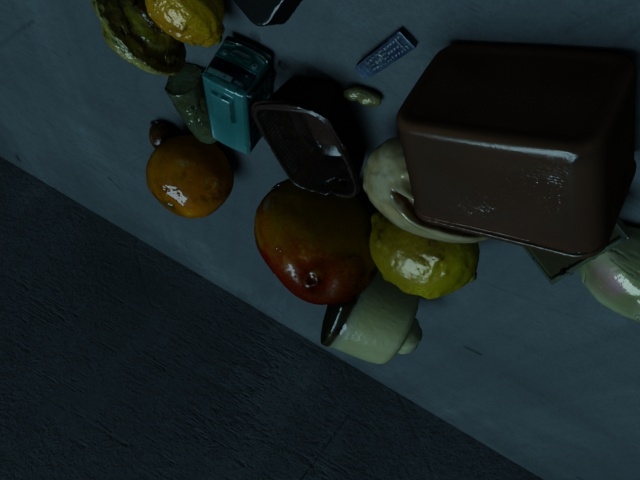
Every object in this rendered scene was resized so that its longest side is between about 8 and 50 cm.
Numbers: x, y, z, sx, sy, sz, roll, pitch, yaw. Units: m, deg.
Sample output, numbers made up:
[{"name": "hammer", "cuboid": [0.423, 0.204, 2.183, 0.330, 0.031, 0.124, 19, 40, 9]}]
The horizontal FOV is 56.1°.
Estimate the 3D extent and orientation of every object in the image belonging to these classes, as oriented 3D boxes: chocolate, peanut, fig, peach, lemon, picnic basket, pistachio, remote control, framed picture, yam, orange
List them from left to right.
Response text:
[{"name": "fig", "cuboid": [-0.502, -0.338, 1.866, 0.125, 0.089, 0.089, 49, 162, 18]}, {"name": "lemon", "cuboid": [-0.266, -0.470, 1.205, 0.187, 0.142, 0.142, 42, 155, -29]}, {"name": "orange", "cuboid": [-0.392, -0.194, 1.807, 0.261, 0.261, 0.261, 26, 157, 12]}, {"name": "yam", "cuboid": [-0.319, -0.348, 1.560, 0.107, 0.107, 0.194, 20, 155, 26]}, {"name": "picnic basket", "cuboid": [-0.005, -0.241, 1.357, 0.222, 0.129, 0.297, 15, 153, 32]}, {"name": "peach", "cuboid": [-0.002, 0.001, 1.574, 0.373, 0.290, 0.372, 54, -172, -11]}, {"name": "peanut", "cuboid": [0.087, -0.299, 1.245, 0.083, 0.037, 0.037, 20, 155, 22]}, {"name": "chocolate", "cuboid": [0.173, 0.219, 1.894, 0.297, 0.326, 0.314, 17, 156, -8]}, {"name": "remote control", "cuboid": [0.117, -0.347, 1.123, 0.043, 0.027, 0.152, 46, 152, -16]}, {"name": "lemon", "cuboid": [0.245, 0.014, 1.434, 0.288, 0.233, 0.233, 31, 157, 11]}, {"name": "pistachio", "cuboid": [0.240, -0.099, 1.264, 0.318, 0.214, 0.193, 24, 131, -8]}, {"name": "framed picture", "cuboid": [0.469, -0.037, 1.201, 0.209, 0.019, 0.281, 57, 162, 13]}]

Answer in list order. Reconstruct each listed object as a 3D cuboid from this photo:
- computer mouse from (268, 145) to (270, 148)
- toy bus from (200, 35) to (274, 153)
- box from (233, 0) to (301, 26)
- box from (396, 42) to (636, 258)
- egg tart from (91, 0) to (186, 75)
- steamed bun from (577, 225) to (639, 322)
[{"name": "computer mouse", "cuboid": [-0.075, -0.230, 1.564, 0.181, 0.056, 0.089, 23, 151, 21]}, {"name": "toy bus", "cuboid": [-0.189, -0.328, 1.391, 0.128, 0.147, 0.256, 27, 158, 7]}, {"name": "box", "cuboid": [-0.038, -0.474, 0.776, 0.211, 0.058, 0.350, 52, 130, 4]}, {"name": "box", "cuboid": [0.319, -0.160, 0.983, 0.339, 0.239, 0.229, 17, 150, 33]}, {"name": "egg tart", "cuboid": [-0.371, -0.466, 1.286, 0.106, 0.241, 0.241, -29, 121, 31]}, {"name": "steamed bun", "cuboid": [0.625, 0.079, 1.185, 0.238, 0.153, 0.170, 24, 155, 18]}]
